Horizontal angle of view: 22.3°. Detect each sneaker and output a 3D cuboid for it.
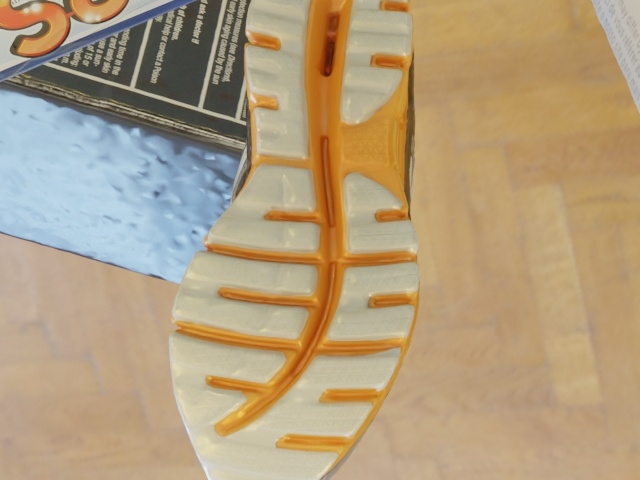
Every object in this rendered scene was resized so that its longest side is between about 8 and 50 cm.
[{"bbox_3d":[0.000,0.000,0.607,0.084,0.215,0.083,9,156,7],"label":"sneaker"}]

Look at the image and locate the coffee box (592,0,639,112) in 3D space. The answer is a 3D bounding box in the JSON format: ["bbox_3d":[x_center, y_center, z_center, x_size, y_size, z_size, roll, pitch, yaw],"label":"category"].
[{"bbox_3d":[0.335,-0.089,0.500,0.338,0.338,0.334,10,131,-22],"label":"coffee box"}]

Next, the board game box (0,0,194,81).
[{"bbox_3d":[-0.080,-0.152,0.622,0.201,0.035,0.136,-25,126,-8],"label":"board game box"}]

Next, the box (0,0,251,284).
[{"bbox_3d":[-0.152,-0.150,1.161,0.294,0.296,0.183,16,141,-9],"label":"box"}]
